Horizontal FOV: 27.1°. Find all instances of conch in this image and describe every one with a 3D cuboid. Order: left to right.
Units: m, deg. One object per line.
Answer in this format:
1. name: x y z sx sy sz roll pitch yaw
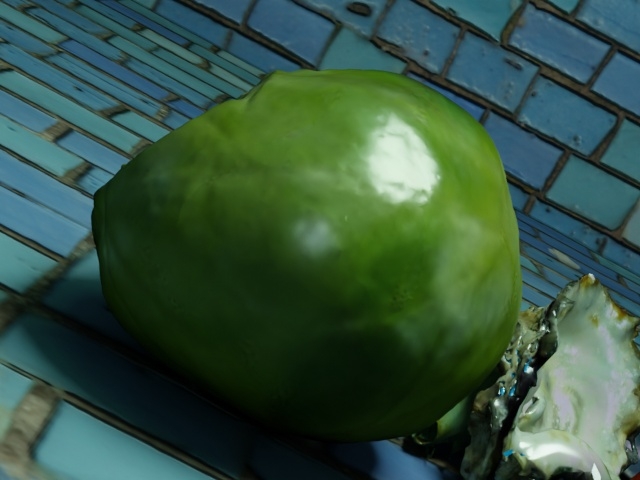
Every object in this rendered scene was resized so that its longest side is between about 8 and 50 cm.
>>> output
1. conch: 0.123 0.127 1.120 0.079 0.106 0.170 -7 -1 28

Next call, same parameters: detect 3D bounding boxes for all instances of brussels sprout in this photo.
1. brussels sprout: 0.000 0.000 0.969 0.344 0.268 0.344 22 9 -4

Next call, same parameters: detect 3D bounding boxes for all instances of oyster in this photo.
1. oyster: 0.204 0.141 1.099 0.092 0.198 0.259 -12 15 34

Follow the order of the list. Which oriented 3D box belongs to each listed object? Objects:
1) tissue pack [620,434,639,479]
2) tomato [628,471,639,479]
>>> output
1. tissue pack: 0.459 0.270 1.229 0.332 0.123 0.245 21 9 -19
2. tomato: 0.302 0.235 0.997 0.167 0.167 0.167 27 13 -7
